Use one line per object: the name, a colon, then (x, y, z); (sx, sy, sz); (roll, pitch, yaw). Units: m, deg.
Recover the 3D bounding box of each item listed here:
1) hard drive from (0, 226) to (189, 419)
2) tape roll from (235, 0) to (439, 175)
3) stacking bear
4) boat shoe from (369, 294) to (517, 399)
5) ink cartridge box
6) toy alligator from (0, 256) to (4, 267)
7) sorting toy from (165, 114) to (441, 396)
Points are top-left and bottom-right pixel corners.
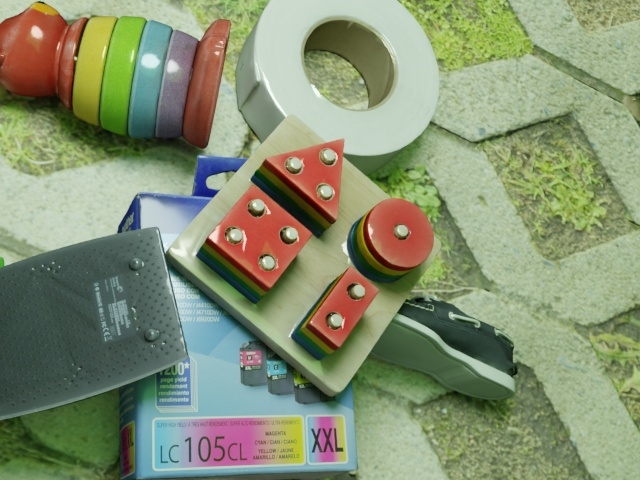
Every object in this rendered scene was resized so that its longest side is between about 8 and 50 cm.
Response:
hard drive: (-0.276, 0.096, 1.029); (0.255, 0.054, 0.172); (-17, 72, 2)
tape roll: (0.024, -0.234, 1.352); (0.286, 0.100, 0.286); (7, 71, -20)
stacking bear: (-0.273, -0.222, 1.199); (0.289, 0.175, 0.164); (11, 112, -7)
boat shoe: (0.150, 0.125, 1.267); (0.302, 0.114, 0.091); (32, 55, -34)
ink cartridge box: (-0.111, 0.096, 1.164); (0.270, 0.151, 0.395); (3, 70, -22)
toy alligator: (-0.386, 0.062, 1.117); (0.051, 0.056, 0.189); (30, 52, -59)
sorting toy: (0.000, 0.000, 1.106); (0.257, 0.089, 0.255); (40, 60, -4)
